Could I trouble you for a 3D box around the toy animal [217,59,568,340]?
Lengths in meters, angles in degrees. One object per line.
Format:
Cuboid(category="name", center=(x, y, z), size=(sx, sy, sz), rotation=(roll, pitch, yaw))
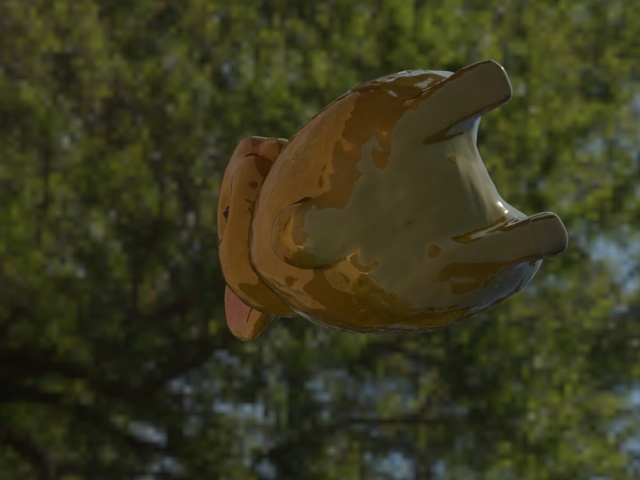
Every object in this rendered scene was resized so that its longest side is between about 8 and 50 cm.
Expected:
Cuboid(category="toy animal", center=(-0.003, -0.001, 0.576), size=(0.159, 0.083, 0.070), rotation=(-19, -89, 66))
